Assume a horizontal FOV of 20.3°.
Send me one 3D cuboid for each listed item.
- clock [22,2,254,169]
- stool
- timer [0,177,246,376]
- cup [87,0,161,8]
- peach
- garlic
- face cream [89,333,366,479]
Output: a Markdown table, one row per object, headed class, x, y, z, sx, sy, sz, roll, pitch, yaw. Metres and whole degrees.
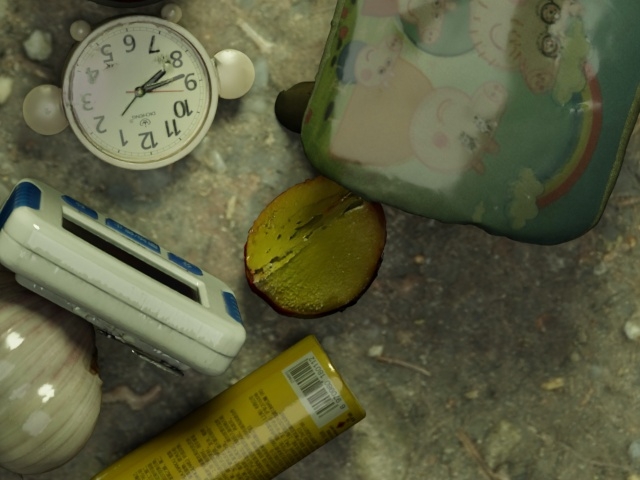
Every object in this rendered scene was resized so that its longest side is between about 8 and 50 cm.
| class | x | y | z | sx | sy | sz | roll | pitch | yaw |
| --- | --- | --- | --- | --- | --- | --- | --- | --- | --- |
| clock | -0.179 | -0.149 | 1.757 | 0.229 | 0.063 | 0.155 | -14 | 100 | -10 |
| stool | 0.141 | -0.181 | 1.722 | 0.310 | 0.226 | 0.310 | 17 | 99 | -12 |
| timer | -0.198 | 0.040 | 1.730 | 0.253 | 0.178 | 0.078 | 30 | 100 | -13 |
| cup | -0.168 | -0.297 | 1.611 | 0.203 | 0.288 | 0.203 | -2 | 103 | -10 |
| peach | -0.003 | -0.004 | 1.785 | 0.127 | 0.092 | 0.172 | 17 | 121 | -24 |
| garlic | -0.281 | 0.146 | 1.771 | 0.257 | 0.207 | 0.207 | 12 | 101 | -47 |
| face cream | -0.125 | 0.231 | 1.818 | 0.349 | 0.105 | 0.105 | -34 | 105 | -2 |
